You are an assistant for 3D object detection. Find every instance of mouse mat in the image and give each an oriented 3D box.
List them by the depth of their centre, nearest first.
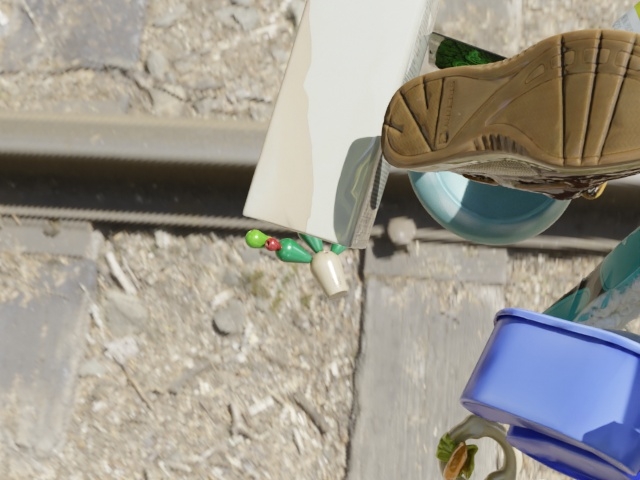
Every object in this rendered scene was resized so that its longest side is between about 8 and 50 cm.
[{"bbox_3d":[0.235,-0.268,1.805,0.152,0.190,0.007,21,86,8],"label":"mouse mat"}]

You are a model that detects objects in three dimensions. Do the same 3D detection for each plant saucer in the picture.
[{"bbox_3d":[0.301,-0.152,2.005,0.317,0.044,0.317,1,84,-11],"label":"plant saucer"}]

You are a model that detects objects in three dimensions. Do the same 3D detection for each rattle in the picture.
[{"bbox_3d":[0.267,0.358,1.742,0.130,0.143,0.199,-42,96,-10],"label":"rattle"}]

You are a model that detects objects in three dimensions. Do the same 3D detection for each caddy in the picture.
[{"bbox_3d":[0.341,0.190,1.453,0.341,0.241,0.179,15,70,52],"label":"caddy"}]

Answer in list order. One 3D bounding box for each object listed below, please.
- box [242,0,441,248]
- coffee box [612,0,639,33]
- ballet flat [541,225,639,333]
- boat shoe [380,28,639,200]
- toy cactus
[{"bbox_3d":[0.030,-0.155,1.262,0.121,0.148,0.311,17,91,10],"label":"box"},{"bbox_3d":[0.649,-0.222,1.568,0.334,0.338,0.337,-42,28,28],"label":"coffee box"},{"bbox_3d":[0.479,0.102,1.910,0.409,0.147,0.147,-44,58,30],"label":"ballet flat"},{"bbox_3d":[0.209,-0.097,1.035,0.342,0.123,0.123,-4,71,47],"label":"boat shoe"},{"bbox_3d":[0.000,0.000,1.831,0.219,0.112,0.180,-11,68,-35],"label":"toy cactus"}]
